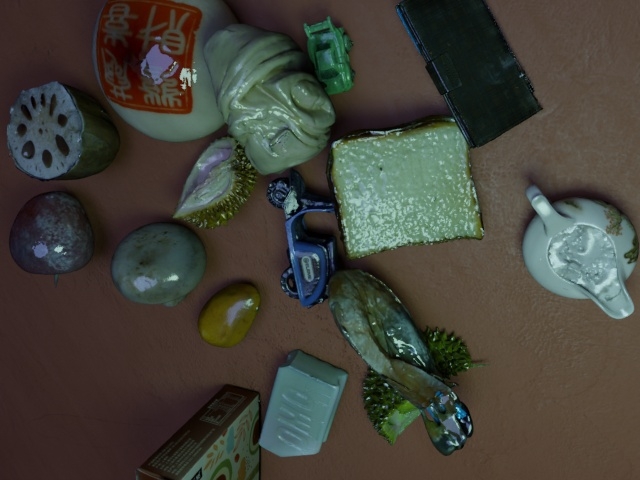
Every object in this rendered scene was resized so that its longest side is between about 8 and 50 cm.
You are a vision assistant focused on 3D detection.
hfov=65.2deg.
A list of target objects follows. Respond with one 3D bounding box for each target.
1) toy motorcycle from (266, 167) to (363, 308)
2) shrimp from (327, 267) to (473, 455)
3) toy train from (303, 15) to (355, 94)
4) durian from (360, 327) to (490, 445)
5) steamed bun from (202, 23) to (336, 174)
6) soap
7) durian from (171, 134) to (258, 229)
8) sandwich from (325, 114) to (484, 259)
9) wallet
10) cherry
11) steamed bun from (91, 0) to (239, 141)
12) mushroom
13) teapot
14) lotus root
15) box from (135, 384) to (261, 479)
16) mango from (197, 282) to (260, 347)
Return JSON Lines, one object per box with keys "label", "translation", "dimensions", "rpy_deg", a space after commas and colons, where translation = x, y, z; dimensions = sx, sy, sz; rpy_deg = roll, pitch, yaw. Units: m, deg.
{"label": "toy motorcycle", "translation": [0.000, 0.000, 1.186], "dimensions": [0.213, 0.125, 0.358], "rpy_deg": [-7, 105, 14]}
{"label": "shrimp", "translation": [0.165, 0.244, 1.049], "dimensions": [0.110, 0.221, 0.445], "rpy_deg": [-40, 85, 30]}
{"label": "toy train", "translation": [0.018, -0.393, 1.079], "dimensions": [0.099, 0.081, 0.149], "rpy_deg": [-6, 103, 22]}
{"label": "durian", "translation": [0.217, 0.347, 1.225], "dimensions": [0.170, 0.157, 0.355], "rpy_deg": [25, 119, -26]}
{"label": "steamed bun", "translation": [-0.084, -0.290, 1.036], "dimensions": [0.206, 0.320, 0.275], "rpy_deg": [-20, 60, 17]}
{"label": "soap", "translation": [-0.051, 0.453, 1.347], "dimensions": [0.173, 0.095, 0.289], "rpy_deg": [22, 112, 15]}
{"label": "durian", "translation": [-0.239, -0.140, 1.232], "dimensions": [0.138, 0.183, 0.249], "rpy_deg": [29, 116, -29]}
{"label": "sandwich", "translation": [0.169, -0.111, 1.050], "dimensions": [0.301, 0.099, 0.271], "rpy_deg": [-10, 97, 3]}
{"label": "wallet", "translation": [0.289, -0.352, 0.972], "dimensions": [0.169, 0.044, 0.316], "rpy_deg": [-31, 95, -6]}
{"label": "cherry", "translation": [-0.766, 0.001, 1.433], "dimensions": [0.236, 0.213, 0.285], "rpy_deg": [6, 99, 11]}
{"label": "steamed bun", "translation": [-0.357, -0.410, 1.138], "dimensions": [0.375, 0.241, 0.374], "rpy_deg": [5, 104, 19]}
{"label": "mushroom", "translation": [-0.422, 0.079, 1.342], "dimensions": [0.244, 0.243, 0.243], "rpy_deg": [6, 107, 20]}
{"label": "teapot", "translation": [0.496, 0.011, 0.978], "dimensions": [0.298, 0.139, 0.204], "rpy_deg": [48, 119, 2]}
{"label": "lotus root", "translation": [-0.663, -0.280, 1.325], "dimensions": [0.272, 0.192, 0.271], "rpy_deg": [4, 98, 26]}
{"label": "box", "translation": [-0.302, 0.640, 1.338], "dimensions": [0.122, 0.385, 0.344], "rpy_deg": [9, 108, 20]}
{"label": "mango", "translation": [-0.240, 0.201, 1.342], "dimensions": [0.227, 0.109, 0.147], "rpy_deg": [-37, 66, 27]}
